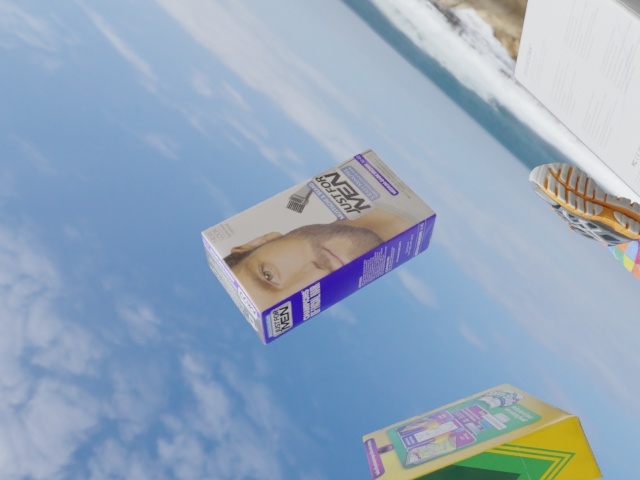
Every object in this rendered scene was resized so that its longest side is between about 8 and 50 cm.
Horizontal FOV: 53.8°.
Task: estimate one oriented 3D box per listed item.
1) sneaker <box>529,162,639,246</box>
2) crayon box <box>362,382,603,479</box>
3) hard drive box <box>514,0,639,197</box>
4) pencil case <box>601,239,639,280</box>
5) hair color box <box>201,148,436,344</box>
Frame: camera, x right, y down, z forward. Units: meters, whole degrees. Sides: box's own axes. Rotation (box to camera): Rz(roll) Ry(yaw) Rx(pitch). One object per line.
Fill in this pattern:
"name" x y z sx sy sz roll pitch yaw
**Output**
"sneaker" 0.426 -0.049 1.028 0.215 0.083 0.084 29 -120 -6
"crayon box" 0.242 0.364 1.071 0.363 0.313 0.106 81 170 -85
"hard drive box" 0.313 -0.184 0.647 0.232 0.089 0.181 58 169 32
"pencil case" 0.699 0.028 1.365 0.104 0.104 0.236 35 -160 -22
"hair color box" 0.000 0.000 1.043 0.185 0.339 0.110 49 158 29
